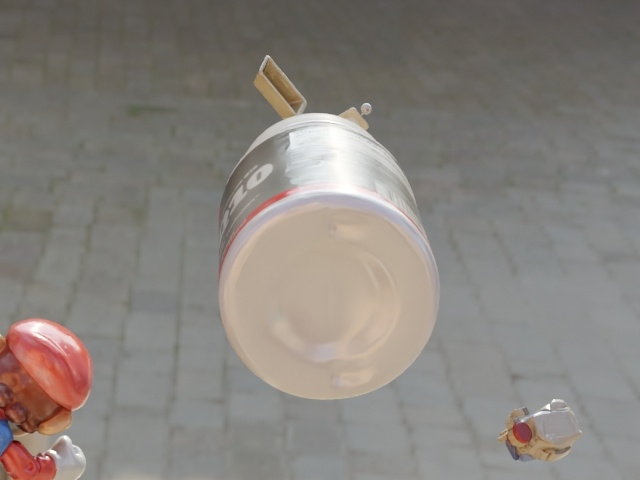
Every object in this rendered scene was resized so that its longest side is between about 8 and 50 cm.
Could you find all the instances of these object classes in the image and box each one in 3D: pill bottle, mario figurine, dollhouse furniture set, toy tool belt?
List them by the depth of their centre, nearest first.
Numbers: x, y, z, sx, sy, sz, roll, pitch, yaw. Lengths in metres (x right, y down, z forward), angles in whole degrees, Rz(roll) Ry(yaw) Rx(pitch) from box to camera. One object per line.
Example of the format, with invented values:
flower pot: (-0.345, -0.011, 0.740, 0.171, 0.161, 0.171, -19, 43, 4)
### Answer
pill bottle: (0.000, 0.000, 1.461, 0.161, 0.161, 0.283, 4, 18, -4)
toy tool belt: (0.176, 0.166, 1.567, 0.083, 0.052, 0.051, -7, -23, -43)
dollhouse furniture set: (-0.010, -0.129, 1.810, 0.081, 0.114, 0.091, -27, 25, 32)
mario figurine: (-0.376, 0.211, 1.998, 0.170, 0.198, 0.320, 25, 54, 34)
